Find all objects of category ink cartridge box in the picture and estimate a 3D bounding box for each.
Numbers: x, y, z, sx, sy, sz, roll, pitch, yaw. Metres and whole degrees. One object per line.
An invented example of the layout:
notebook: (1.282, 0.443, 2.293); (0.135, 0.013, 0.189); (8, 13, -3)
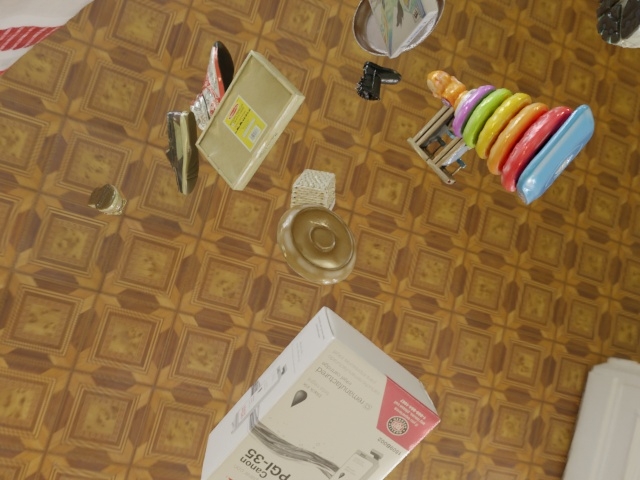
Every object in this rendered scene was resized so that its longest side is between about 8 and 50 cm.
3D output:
ink cartridge box: (-0.004, 0.275, 0.712); (0.207, 0.117, 0.283); (39, 97, -13)

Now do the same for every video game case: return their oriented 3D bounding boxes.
video game case: (0.192, -0.709, 1.329); (0.036, 0.300, 0.329); (-21, 93, -10)

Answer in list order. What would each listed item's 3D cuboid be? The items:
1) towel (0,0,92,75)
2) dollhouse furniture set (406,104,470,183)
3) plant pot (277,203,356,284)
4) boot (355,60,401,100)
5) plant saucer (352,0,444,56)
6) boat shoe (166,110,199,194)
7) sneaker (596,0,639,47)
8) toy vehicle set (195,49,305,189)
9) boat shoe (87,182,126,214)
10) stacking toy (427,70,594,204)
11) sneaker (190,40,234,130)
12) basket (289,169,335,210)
towel: (-0.204, -0.082, 0.225); (0.037, 0.329, 0.237); (61, 36, -22)
dollhouse furniture set: (0.304, -0.210, 1.060); (0.129, 0.183, 0.129); (-45, 73, 25)
plant pot: (0.000, 0.000, 1.278); (0.236, 0.032, 0.236); (14, 57, -24)
boot: (0.158, -0.424, 1.325); (0.121, 0.045, 0.099); (17, 69, -15)
plant saucer: (0.256, -0.733, 1.597); (0.310, 0.050, 0.311); (-7, 73, 25)
boat shoe: (-0.364, -0.229, 1.270); (0.073, 0.080, 0.224); (11, 119, 7)
sneaker: (0.364, -0.300, 0.410); (0.122, 0.283, 0.110); (4, 48, -13)
toy vehicle set: (-0.167, -0.266, 1.102); (0.166, 0.035, 0.267); (49, 117, 21)
boat shoe: (-0.360, -0.068, 0.838); (0.045, 0.135, 0.050); (30, 81, -36)
stacking toy: (0.305, -0.217, 0.875); (0.302, 0.175, 0.166); (43, 101, 22)
sneaker: (-0.338, -0.471, 1.496); (0.145, 0.090, 0.270); (-16, 76, 25)
basket: (-0.019, -0.138, 1.470); (0.113, 0.167, 0.103); (11, 119, 9)
